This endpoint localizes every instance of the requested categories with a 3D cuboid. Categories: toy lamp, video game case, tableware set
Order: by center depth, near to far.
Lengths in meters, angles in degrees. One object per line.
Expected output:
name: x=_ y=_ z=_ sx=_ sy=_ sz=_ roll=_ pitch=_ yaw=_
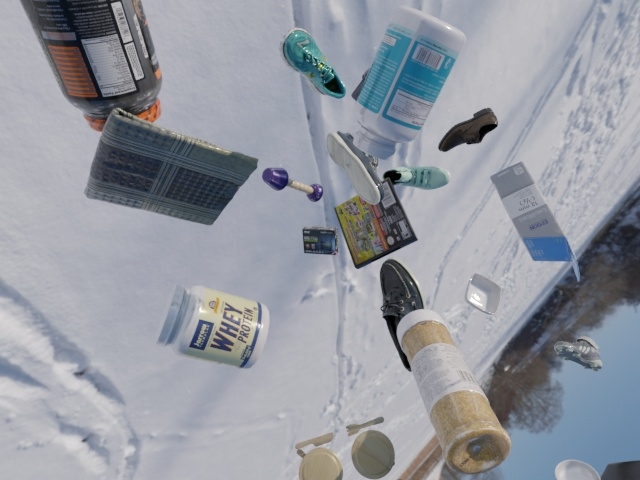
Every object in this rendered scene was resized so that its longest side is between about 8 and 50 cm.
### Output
tableware set: x=0.051 y=0.438 z=0.798 sx=0.194 sy=0.128 sz=0.039 roll=-13 pitch=163 yaw=-9
toy lamp: x=-0.095 y=-0.191 z=1.385 sx=0.080 sy=0.080 sz=0.274 roll=-56 pitch=148 yaw=13
video game case: x=0.198 y=-0.065 z=1.506 sx=0.248 sy=0.275 sz=0.035 roll=-28 pitch=151 yaw=19

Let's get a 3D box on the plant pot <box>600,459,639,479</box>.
plant pot: x=0.729 y=0.605 z=0.890 sx=0.187 sy=0.188 sz=0.167 roll=-14 pitch=178 yaw=-40

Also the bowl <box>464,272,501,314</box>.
bowl: x=0.639 y=0.218 z=1.604 sx=0.142 sy=0.142 sz=0.053 roll=-62 pitch=-178 yaw=-30

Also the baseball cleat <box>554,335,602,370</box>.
baseball cleat: x=0.867 y=0.365 z=1.365 sx=0.072 sy=0.205 sz=0.110 roll=-35 pitch=-149 yaw=51

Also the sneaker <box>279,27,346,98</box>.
sneaker: x=-0.009 y=-0.506 z=1.166 sx=0.107 sy=0.110 sz=0.275 roll=-54 pitch=146 yaw=10

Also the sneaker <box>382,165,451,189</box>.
sneaker: x=0.366 y=-0.237 z=1.556 sx=0.151 sy=0.255 sz=0.094 roll=-30 pitch=122 yaw=-62

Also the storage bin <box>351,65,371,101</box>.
storage bin: x=0.164 y=-0.435 z=1.201 sx=0.091 sy=0.135 sz=0.098 roll=-33 pitch=-165 yaw=52

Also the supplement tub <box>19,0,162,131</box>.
supplement tub: x=-0.448 y=-0.407 z=0.808 sx=0.207 sy=0.207 sz=0.338 roll=-31 pitch=141 yaw=-29

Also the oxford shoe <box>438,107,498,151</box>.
oxford shoe: x=0.544 y=-0.390 z=1.490 sx=0.227 sy=0.096 sz=0.082 roll=-32 pitch=147 yaw=26

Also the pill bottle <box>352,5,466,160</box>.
pill bottle: x=0.157 y=-0.297 z=0.795 sx=0.146 sy=0.146 sz=0.264 roll=-10 pitch=133 yaw=-48

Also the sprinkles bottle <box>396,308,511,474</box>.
sprinkles bottle: x=0.258 y=0.290 z=0.845 sx=0.121 sy=0.355 sz=0.121 roll=-1 pitch=114 yaw=-3

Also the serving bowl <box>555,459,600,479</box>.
serving bowl: x=0.551 y=0.515 z=0.863 sx=0.083 sy=0.083 sz=0.027 roll=-29 pitch=111 yaw=-31

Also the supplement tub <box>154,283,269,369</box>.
supplement tub: x=-0.360 y=0.287 z=1.355 sx=0.324 sy=0.235 sz=0.235 roll=20 pitch=113 yaw=-21

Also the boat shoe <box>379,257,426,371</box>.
boat shoe: x=0.236 y=0.222 z=1.187 sx=0.113 sy=0.340 sz=0.127 roll=-13 pitch=177 yaw=-39

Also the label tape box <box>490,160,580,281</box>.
label tape box: x=0.675 y=-0.040 z=1.265 sx=0.115 sy=0.348 sz=0.249 roll=-25 pitch=149 yaw=25

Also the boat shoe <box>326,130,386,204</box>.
boat shoe: x=0.099 y=-0.188 z=1.005 sx=0.079 sy=0.255 sz=0.095 roll=-16 pitch=138 yaw=-20

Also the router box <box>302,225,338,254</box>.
router box: x=0.000 y=0.000 z=1.412 sx=0.038 sy=0.122 sz=0.092 roll=-45 pitch=134 yaw=-63

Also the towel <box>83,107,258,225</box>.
towel: x=-0.349 y=-0.153 z=0.946 sx=0.324 sy=0.056 sz=0.312 roll=15 pitch=145 yaw=-32
